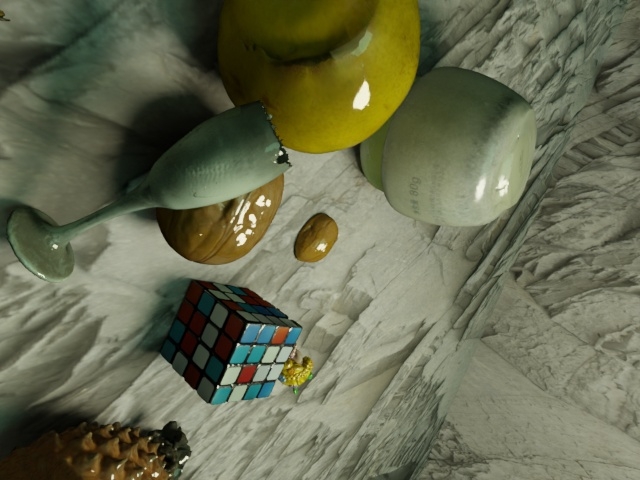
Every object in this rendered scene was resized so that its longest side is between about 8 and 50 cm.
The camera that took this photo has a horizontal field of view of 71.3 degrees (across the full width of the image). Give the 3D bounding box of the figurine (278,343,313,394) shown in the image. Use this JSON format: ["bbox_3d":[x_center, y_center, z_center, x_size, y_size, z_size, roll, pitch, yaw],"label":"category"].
[{"bbox_3d":[-0.075,0.297,1.013,0.115,0.094,0.156,-51,141,-35],"label":"figurine"}]

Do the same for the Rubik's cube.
[{"bbox_3d":[-0.154,0.175,0.784,0.154,0.155,0.151,19,97,-54],"label":"Rubik's cube"}]

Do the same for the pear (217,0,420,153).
[{"bbox_3d":[0.015,-0.257,0.619,0.336,0.285,0.285,-5,116,-56],"label":"pear"}]

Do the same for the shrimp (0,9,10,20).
[{"bbox_3d":[-0.347,-0.204,0.408,0.059,0.023,0.108,-51,167,27],"label":"shrimp"}]

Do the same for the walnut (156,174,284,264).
[{"bbox_3d":[-0.143,-0.066,0.640,0.167,0.167,0.207,19,99,-54],"label":"walnut"}]

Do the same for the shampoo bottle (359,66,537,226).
[{"bbox_3d":[0.268,-0.189,0.938,0.322,0.317,0.323,-28,133,-35],"label":"shampoo bottle"}]

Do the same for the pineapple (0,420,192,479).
[{"bbox_3d":[-0.315,0.384,0.702,0.223,0.222,0.357,-60,161,-4],"label":"pineapple"}]

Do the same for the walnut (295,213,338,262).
[{"bbox_3d":[0.000,0.000,0.953,0.121,0.052,0.091,-54,141,-15],"label":"walnut"}]

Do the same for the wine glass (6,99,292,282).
[{"bbox_3d":[-0.214,-0.108,0.451,0.309,0.096,0.264,-25,138,4],"label":"wine glass"}]
